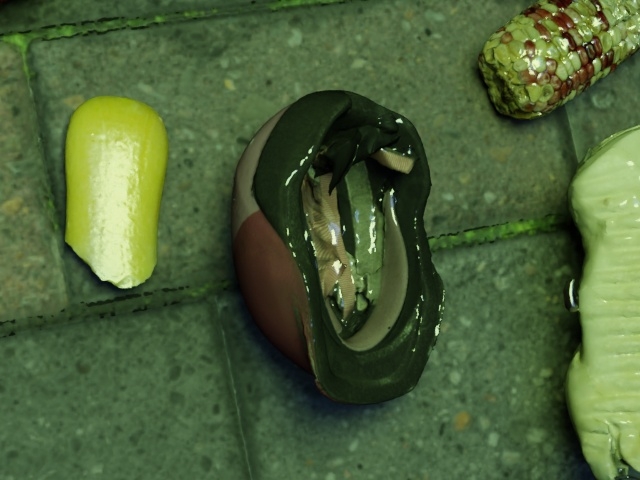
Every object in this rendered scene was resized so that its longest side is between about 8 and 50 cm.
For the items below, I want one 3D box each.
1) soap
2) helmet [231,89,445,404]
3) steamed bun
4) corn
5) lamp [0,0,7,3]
[{"bbox_3d":[-0.180,-0.043,0.945,0.089,0.033,0.168,7,81,-10],"label":"soap"},{"bbox_3d":[0.000,0.000,0.922,0.198,0.154,0.253,10,89,-50],"label":"helmet"},{"bbox_3d":[0.376,0.048,0.959,0.394,0.237,0.346,-49,65,17],"label":"steamed bun"},{"bbox_3d":[0.275,-0.214,1.043,0.290,0.098,0.098,-33,90,-16],"label":"corn"},{"bbox_3d":[-0.276,-0.300,0.866,0.227,0.227,0.226,2,82,-13],"label":"lamp"}]
